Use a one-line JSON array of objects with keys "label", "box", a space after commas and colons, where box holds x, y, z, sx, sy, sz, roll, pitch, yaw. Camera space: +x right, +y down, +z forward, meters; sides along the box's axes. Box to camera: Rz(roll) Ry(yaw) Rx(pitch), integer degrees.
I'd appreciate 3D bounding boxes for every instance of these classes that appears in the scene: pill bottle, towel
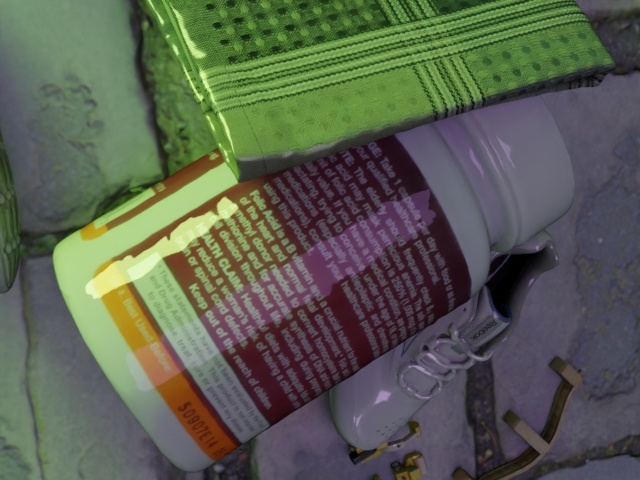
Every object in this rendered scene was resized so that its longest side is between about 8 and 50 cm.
[{"label": "pill bottle", "box": [0.000, 0.000, 0.732, 0.392, 0.224, 0.224, -31, 110, -7]}, {"label": "towel", "box": [0.025, -0.203, 0.683, 0.324, 0.056, 0.312, -16, 64, -16]}]

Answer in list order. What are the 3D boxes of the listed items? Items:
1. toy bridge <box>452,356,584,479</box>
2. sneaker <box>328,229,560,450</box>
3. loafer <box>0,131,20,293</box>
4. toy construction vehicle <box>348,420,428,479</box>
[{"label": "toy bridge", "box": [0.232, 0.216, 0.964, 0.188, 0.026, 0.063, -48, 114, -2]}, {"label": "sneaker", "box": [0.114, 0.084, 0.839, 0.111, 0.129, 0.297, 33, 93, -25]}, {"label": "loafer", "box": [-0.322, -0.103, 0.673, 0.111, 0.112, 0.319, -16, 100, -8]}, {"label": "toy construction vehicle", "box": [0.069, 0.244, 0.914, 0.098, 0.035, 0.086, -19, 108, -12]}]
